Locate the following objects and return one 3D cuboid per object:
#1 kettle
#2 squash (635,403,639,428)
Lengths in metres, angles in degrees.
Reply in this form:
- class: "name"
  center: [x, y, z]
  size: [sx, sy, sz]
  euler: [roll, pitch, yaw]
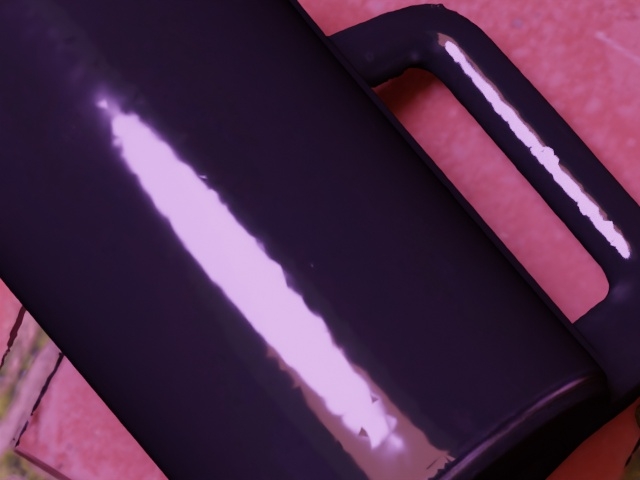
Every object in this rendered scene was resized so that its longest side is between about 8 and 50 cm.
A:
- class: "kettle"
  center: [-0.008, 0.011, 0.646]
  size: [0.308, 0.262, 0.203]
  euler: [48, 127, 21]
- class: "squash"
  center: [0.191, 0.089, 0.619]
  size: [0.083, 0.027, 0.027]
  euler: [12, 77, 20]
